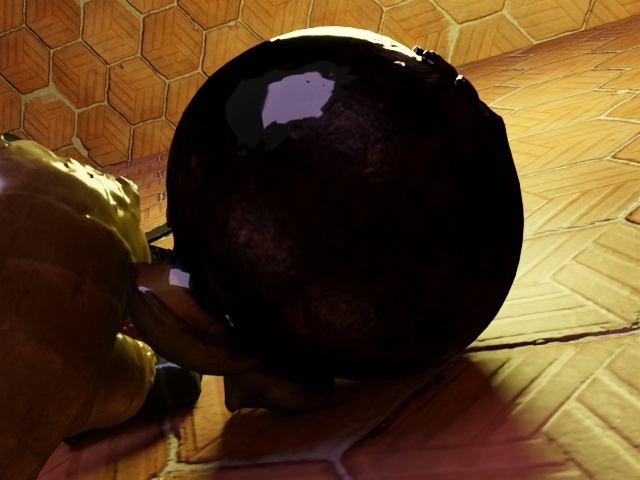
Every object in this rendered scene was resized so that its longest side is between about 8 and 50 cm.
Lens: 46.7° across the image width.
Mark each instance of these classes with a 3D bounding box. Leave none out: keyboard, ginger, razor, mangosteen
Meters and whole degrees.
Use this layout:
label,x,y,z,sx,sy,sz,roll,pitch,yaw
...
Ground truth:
label,x,y,z,sx,sy,sz,roll,pitch,yaw
keyboard,-0.352,0.001,1.452,0.196,0.015,0.074,-30,23,-32
ginger,-0.246,0.112,0.571,0.166,0.376,0.236,25,-5,15
razor,-0.189,0.144,0.727,0.148,0.054,0.090,-19,12,-2
mangosteen,0.000,0.000,0.619,0.347,0.307,0.307,-50,13,10

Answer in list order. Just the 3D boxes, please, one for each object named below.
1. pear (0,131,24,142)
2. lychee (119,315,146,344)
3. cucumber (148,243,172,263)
label,x,y,z,sx,sy,sz,roll,pitch,yaw
pear,-0.585,0.011,1.269,0.399,0.165,0.399,-43,22,22
lychee,-0.214,0.089,0.833,0.114,0.101,0.140,-56,20,20
cucumber,-0.211,0.053,1.038,0.062,0.078,0.211,-58,25,-13
